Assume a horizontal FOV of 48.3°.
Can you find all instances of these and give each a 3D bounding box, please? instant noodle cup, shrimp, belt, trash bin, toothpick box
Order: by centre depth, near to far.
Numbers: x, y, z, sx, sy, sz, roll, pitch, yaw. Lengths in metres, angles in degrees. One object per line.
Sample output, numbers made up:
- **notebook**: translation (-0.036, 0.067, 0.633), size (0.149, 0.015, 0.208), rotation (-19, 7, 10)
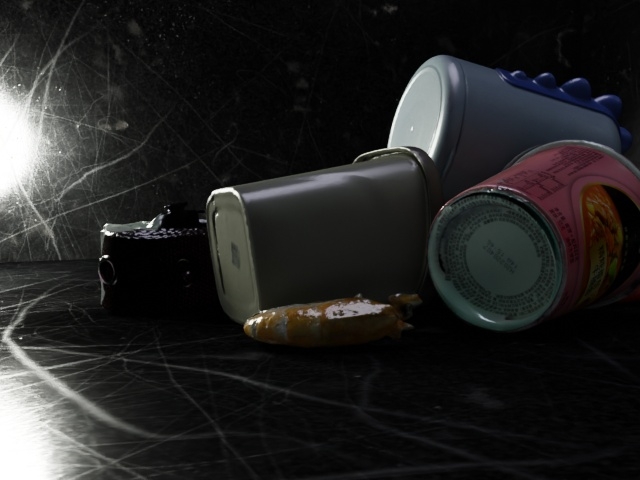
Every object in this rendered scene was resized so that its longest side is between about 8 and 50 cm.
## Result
- **shrimp**: translation (0.014, 0.081, 0.748), size (0.188, 0.051, 0.132), rotation (-4, 1, 15)
- **instant noodle cup**: translation (0.256, 0.002, 0.857), size (0.244, 0.243, 0.255), rotation (0, 11, 38)
- **trash bin**: translation (0.000, 0.000, 0.925), size (0.250, 0.219, 0.220), rotation (-9, 3, -25)
- **toothpick box**: translation (0.309, -0.143, 1.116), size (0.355, 0.263, 0.263), rotation (12, -2, -15)
- **belt**: translation (-0.221, 0.021, 1.126), size (0.184, 0.164, 0.289), rotation (7, 9, 35)

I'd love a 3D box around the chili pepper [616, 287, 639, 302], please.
- **chili pepper**: translation (0.421, 0.057, 1.010), size (0.123, 0.073, 0.070), rotation (-3, 43, 15)
